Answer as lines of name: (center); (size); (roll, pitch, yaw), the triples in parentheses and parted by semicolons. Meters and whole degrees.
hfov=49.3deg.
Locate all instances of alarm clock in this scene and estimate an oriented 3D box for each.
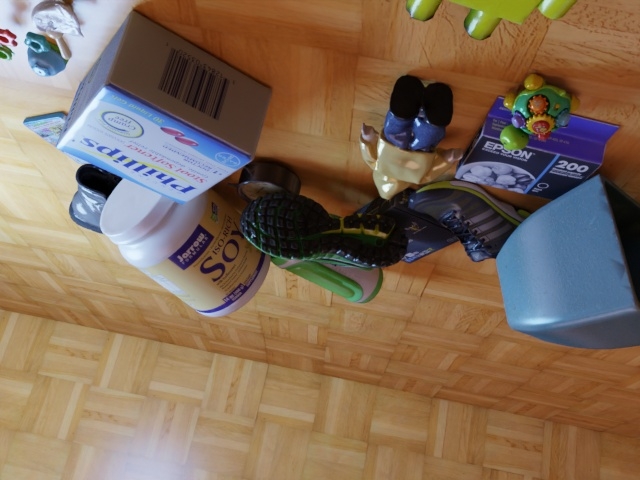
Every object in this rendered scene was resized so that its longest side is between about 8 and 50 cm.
alarm clock: (-0.089, -0.108, 1.464); (0.192, 0.064, 0.129); (24, 154, -21)

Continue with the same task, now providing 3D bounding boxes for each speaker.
speaker: (0.013, 0.053, 1.706); (0.296, 0.131, 0.131); (28, 153, -32)

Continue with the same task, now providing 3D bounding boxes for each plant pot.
plant pot: (0.470, 0.073, 1.263); (0.252, 0.247, 0.247); (-27, 146, 37)

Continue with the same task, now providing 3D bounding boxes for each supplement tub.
supplement tub: (-0.293, -0.005, 1.553); (0.240, 0.241, 0.331); (-7, 143, 38)

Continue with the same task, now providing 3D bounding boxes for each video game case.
video game case: (-0.535, -0.217, 1.500); (0.119, 0.015, 0.166); (-1, 154, 31)

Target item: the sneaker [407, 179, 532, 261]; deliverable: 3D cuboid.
sneaker: (0.306, -0.027, 1.377); (0.299, 0.121, 0.111); (19, 156, -16)

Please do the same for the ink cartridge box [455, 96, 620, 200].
ink cartridge box: (0.358, -0.146, 1.178); (0.206, 0.045, 0.208); (13, 155, -2)

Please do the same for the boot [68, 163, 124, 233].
boot: (-0.441, -0.057, 1.695); (0.338, 0.118, 0.222); (18, 155, -20)

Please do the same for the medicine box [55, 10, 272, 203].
medicine box: (-0.275, -0.211, 1.212); (0.263, 0.149, 0.289); (25, 153, -27)

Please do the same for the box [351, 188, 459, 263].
box: (0.180, -0.029, 1.515); (0.183, 0.059, 0.232); (22, 155, -19)

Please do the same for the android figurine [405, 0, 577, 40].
android figurine: (0.200, -0.338, 0.804); (0.248, 0.056, 0.273); (16, 158, -9)

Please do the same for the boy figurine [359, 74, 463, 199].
boy figurine: (0.153, -0.157, 1.197); (0.177, 0.092, 0.285); (11, 158, 1)

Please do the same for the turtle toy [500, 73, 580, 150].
turtle toy: (0.324, -0.186, 1.056); (0.095, 0.066, 0.130); (23, 147, -17)

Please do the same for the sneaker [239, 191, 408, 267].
sneaker: (0.000, 0.000, 1.438); (0.343, 0.134, 0.146); (14, 167, -1)

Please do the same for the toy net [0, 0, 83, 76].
toy net: (-0.456, -0.342, 1.140); (0.122, 0.045, 0.232); (27, 152, -26)
